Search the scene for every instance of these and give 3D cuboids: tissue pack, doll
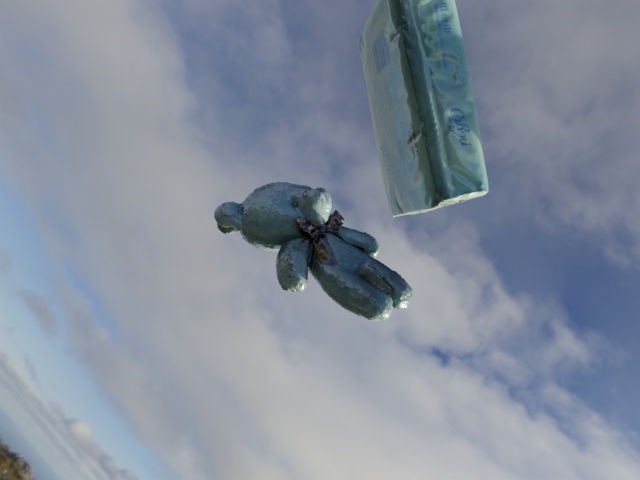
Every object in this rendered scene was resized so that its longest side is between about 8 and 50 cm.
[{"bbox_3d":[0.125,-0.169,0.575,0.177,0.089,0.263,168,-91,-82],"label":"tissue pack"},{"bbox_3d":[0.000,-0.004,0.389,0.180,0.120,0.075,31,-58,33],"label":"doll"}]
